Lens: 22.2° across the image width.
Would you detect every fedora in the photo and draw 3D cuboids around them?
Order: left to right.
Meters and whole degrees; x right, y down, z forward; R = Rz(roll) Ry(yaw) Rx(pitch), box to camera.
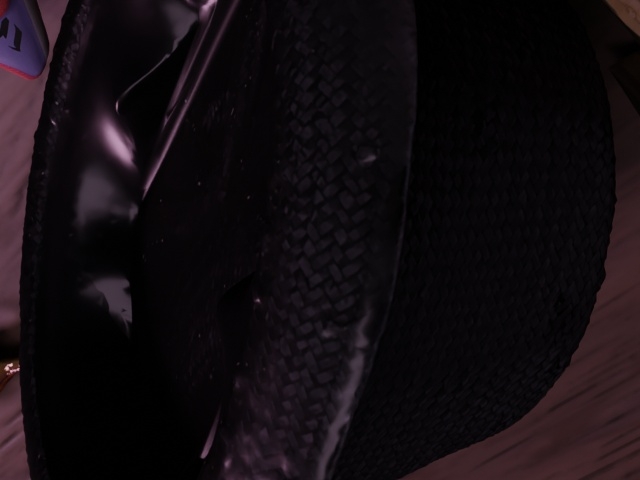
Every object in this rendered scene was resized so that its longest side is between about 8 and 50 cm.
[{"bbox_3d":[0.000,0.000,0.587,0.152,0.334,0.334,4,142,-24],"label":"fedora"}]

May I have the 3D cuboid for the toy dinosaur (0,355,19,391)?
[{"bbox_3d":[-0.180,0.083,0.864,0.090,0.047,0.082,4,152,5],"label":"toy dinosaur"}]

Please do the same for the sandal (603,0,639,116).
[{"bbox_3d":[0.116,-0.107,0.545,0.079,0.088,0.240,-34,125,8],"label":"sandal"}]

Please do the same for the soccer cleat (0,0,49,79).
[{"bbox_3d":[-0.231,-0.091,0.691,0.248,0.083,0.095,-7,133,25],"label":"soccer cleat"}]
